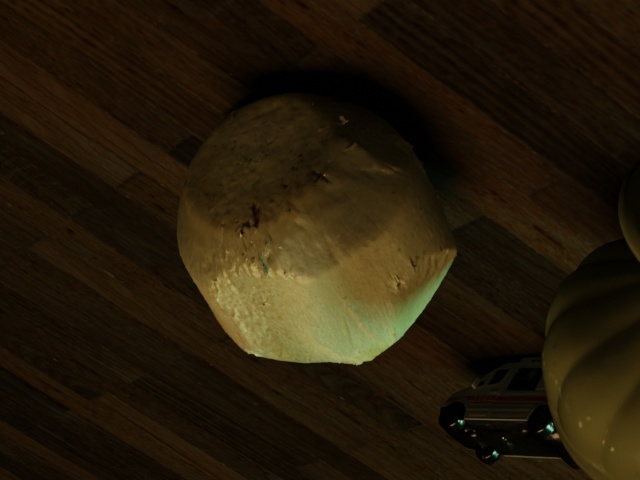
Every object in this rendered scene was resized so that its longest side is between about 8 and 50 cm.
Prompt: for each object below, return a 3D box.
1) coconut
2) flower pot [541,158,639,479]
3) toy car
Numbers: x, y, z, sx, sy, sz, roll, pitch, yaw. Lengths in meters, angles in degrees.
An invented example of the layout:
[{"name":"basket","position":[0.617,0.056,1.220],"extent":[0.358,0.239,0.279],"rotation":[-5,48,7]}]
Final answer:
[{"name":"coconut","position":[0.000,0.000,1.624],"extent":[0.245,0.245,0.247],"rotation":[1,145,34]},{"name":"flower pot","position":[0.344,0.066,1.446],"extent":[0.307,0.307,0.244],"rotation":[15,136,15]},{"name":"toy car","position":[0.227,0.181,1.888],"extent":[0.209,0.108,0.089],"rotation":[-6,142,47]}]
